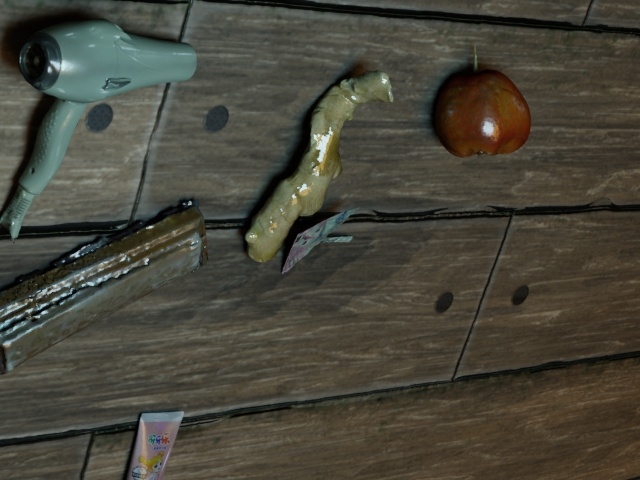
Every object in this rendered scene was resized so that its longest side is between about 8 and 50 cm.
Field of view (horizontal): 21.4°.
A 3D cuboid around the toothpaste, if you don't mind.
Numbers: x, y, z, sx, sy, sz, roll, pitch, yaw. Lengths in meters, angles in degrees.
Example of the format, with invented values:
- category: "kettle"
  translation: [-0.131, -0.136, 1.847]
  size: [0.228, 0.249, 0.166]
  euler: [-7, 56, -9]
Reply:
- category: "toothpaste"
  translation: [-0.227, 0.310, 2.195]
  size: [0.067, 0.043, 0.194]
  euler: [3, 110, -41]

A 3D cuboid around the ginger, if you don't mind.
- category: "ginger"
  translation: [-0.004, -0.092, 2.094]
  size: [0.089, 0.075, 0.288]
  euler: [26, 101, -46]

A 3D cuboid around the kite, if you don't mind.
- category: "kite"
  translation: [0.000, 0.001, 2.185]
  size: [0.137, 0.005, 0.152]
  euler: [-40, 160, 14]

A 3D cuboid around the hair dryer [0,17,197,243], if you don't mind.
- category: "hair dryer"
  translation: [-0.240, -0.138, 1.853]
  size: [0.229, 0.092, 0.267]
  euler: [-23, 146, -38]

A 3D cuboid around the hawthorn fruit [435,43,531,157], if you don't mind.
- category: "hawthorn fruit"
  translation: [0.209, -0.166, 2.216]
  size: [0.125, 0.140, 0.125]
  euler: [-9, 147, -6]

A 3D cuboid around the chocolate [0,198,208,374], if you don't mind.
- category: "chocolate"
  translation: [-0.259, 0.057, 1.962]
  size: [0.329, 0.065, 0.102]
  euler: [-28, 133, -29]
